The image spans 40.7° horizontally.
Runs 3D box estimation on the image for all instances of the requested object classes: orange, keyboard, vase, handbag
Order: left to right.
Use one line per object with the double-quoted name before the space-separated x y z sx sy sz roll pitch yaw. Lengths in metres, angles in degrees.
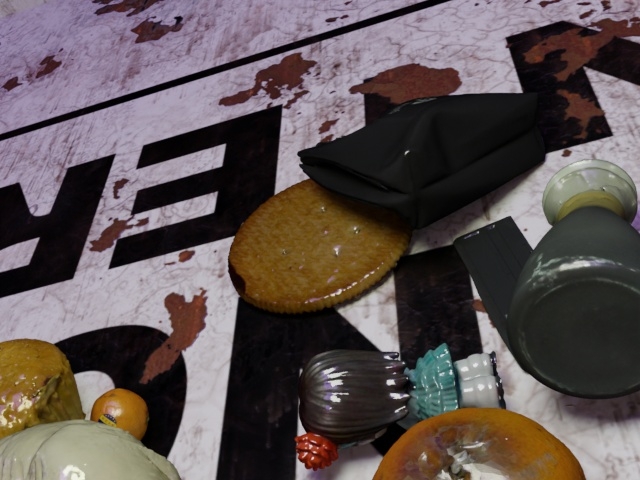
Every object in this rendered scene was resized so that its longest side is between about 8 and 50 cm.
"orange" -0.269 0.239 1.157 0.084 0.083 0.083 -15 38 12
"handbag" 0.145 -0.147 1.316 0.342 0.152 0.288 -26 24 -36
"orange" 0.147 0.264 0.827 0.224 0.170 0.224 -16 36 12
"keyboard" 0.268 0.089 1.087 0.104 0.041 0.381 -23 31 4
"vase" 0.317 0.022 1.003 0.173 0.173 0.321 -7 26 22

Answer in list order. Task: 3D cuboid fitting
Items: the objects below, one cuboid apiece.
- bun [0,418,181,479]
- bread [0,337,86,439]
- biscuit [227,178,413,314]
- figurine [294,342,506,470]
"bun" -0.254 0.363 0.877 0.365 0.219 0.365 -20 62 42
"bread" -0.448 0.240 1.203 0.240 0.139 0.240 -15 38 12
"biscuit" 0.000 0.000 1.330 0.306 0.038 0.305 -15 40 13
"figurine" 0.089 0.186 1.008 0.246 0.110 0.137 -9 43 7
